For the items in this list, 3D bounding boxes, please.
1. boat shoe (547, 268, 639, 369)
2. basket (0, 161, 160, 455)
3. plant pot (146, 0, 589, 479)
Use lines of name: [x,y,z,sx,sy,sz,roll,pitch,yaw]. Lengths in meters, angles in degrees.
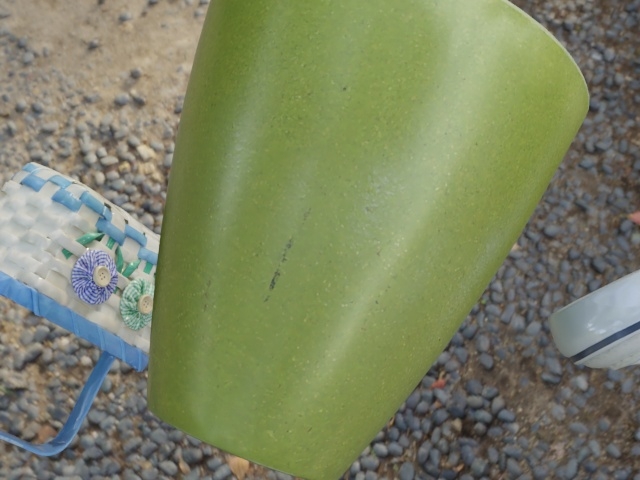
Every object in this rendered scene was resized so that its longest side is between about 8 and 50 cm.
boat shoe: [0.347,0.066,0.565,0.367,0.136,0.156,-13,73,-20]
basket: [-0.308,0.080,0.862,0.201,0.255,0.288,26,80,37]
plant pot: [0.000,0.000,0.541,0.275,0.275,0.293,21,81,11]
